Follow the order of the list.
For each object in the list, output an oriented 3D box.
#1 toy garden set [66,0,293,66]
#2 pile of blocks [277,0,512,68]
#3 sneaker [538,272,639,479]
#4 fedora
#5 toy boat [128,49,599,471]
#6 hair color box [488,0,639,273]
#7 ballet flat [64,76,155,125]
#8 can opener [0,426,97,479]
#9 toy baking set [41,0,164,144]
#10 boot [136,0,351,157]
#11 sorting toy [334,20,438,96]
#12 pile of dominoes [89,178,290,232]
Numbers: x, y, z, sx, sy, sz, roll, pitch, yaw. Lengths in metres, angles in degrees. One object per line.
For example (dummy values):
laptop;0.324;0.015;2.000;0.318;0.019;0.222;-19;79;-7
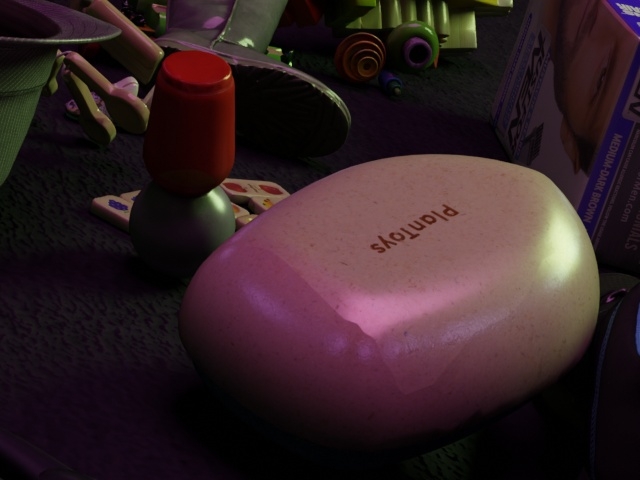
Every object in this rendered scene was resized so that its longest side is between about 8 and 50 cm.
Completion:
toy garden set;-0.131;-0.196;1.736;0.204;0.049;0.244;8;21;-25
pile of blocks;0.076;-0.226;1.865;0.362;0.113;0.149;4;-10;-44
sneaker;0.207;0.077;1.156;0.125;0.140;0.341;14;18;-5
fedora;-0.270;-0.099;1.233;0.275;0.124;0.244;18;16;23
toy boat;0.004;0.017;1.147;0.267;0.148;0.318;-22;44;-37
hair color box;0.241;-0.120;1.655;0.110;0.185;0.339;13;19;-12
ballet flat;-0.136;-0.104;1.495;0.114;0.041;0.041;9;21;-23
can opener;-0.121;0.119;0.880;0.059;0.073;0.186;-9;23;-38
toy baking set;-0.215;-0.153;1.381;0.256;0.197;0.030;29;58;20
boot;-0.049;-0.164;1.609;0.189;0.076;0.208;25;29;-3
sorting toy;0.065;-0.162;1.801;0.102;0.061;0.042;-11;27;-10
pile of dominoes;0.000;0.000;1.333;0.251;0.040;0.196;27;21;23
